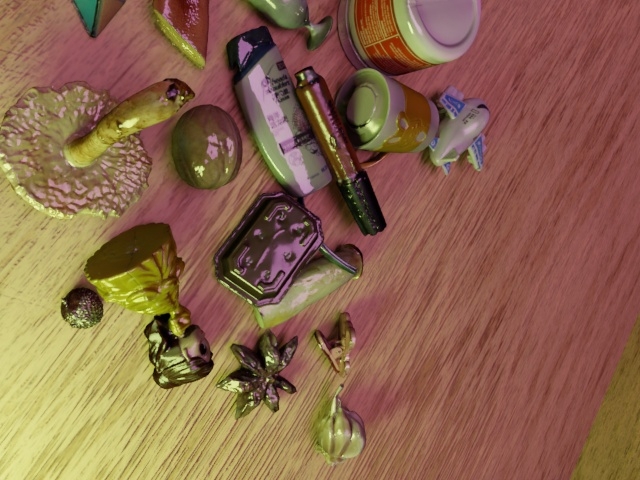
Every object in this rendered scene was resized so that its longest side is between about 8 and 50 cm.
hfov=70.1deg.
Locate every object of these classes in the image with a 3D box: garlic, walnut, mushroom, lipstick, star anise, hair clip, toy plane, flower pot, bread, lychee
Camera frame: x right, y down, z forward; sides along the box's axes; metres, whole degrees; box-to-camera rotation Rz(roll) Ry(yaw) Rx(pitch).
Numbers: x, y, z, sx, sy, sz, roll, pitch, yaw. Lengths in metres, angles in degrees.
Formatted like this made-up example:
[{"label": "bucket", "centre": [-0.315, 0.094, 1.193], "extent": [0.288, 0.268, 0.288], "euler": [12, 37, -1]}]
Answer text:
[{"label": "garlic", "centre": [0.054, 0.460, 1.170], "extent": [0.127, 0.131, 0.193], "euler": [0, 88, -16]}, {"label": "walnut", "centre": [-0.220, -0.180, 0.890], "extent": [0.140, 0.140, 0.162], "euler": [-13, 92, -32]}, {"label": "mushroom", "centre": [-0.367, -0.178, 0.713], "extent": [0.233, 0.301, 0.208], "euler": [-33, 80, -41]}, {"label": "lipstick", "centre": [0.049, -0.191, 1.044], "extent": [0.077, 0.077, 0.418], "euler": [-40, 119, -24]}, {"label": "star anise", "centre": [-0.140, 0.308, 1.038], "extent": [0.197, 0.073, 0.211], "euler": [-2, 100, -28]}, {"label": "mushroom", "centre": [-0.022, 0.104, 1.092], "extent": [0.312, 0.081, 0.099], "euler": [-27, 104, -27]}, {"label": "hair clip", "centre": [0.058, 0.269, 1.153], "extent": [0.102, 0.123, 0.138], "euler": [-27, 107, 2]}, {"label": "hair clip", "centre": [0.000, 0.000, 1.073], "extent": [0.070, 0.039, 0.229], "euler": [-41, 94, -25]}, {"label": "toy plane", "centre": [0.397, -0.309, 1.302], "extent": [0.267, 0.123, 0.266], "euler": [-4, 96, -36]}, {"label": "flower pot", "centre": [-0.104, 0.014, 0.980], "extent": [0.179, 0.084, 0.250], "euler": [37, 78, -6]}, {"label": "bread", "centre": [-0.263, -0.440, 0.868], "extent": [0.119, 0.067, 0.192], "euler": [3, 95, -42]}, {"label": "lychee", "centre": [-0.431, 0.122, 0.824], "extent": [0.067, 0.068, 0.083], "euler": [-29, 134, 3]}]

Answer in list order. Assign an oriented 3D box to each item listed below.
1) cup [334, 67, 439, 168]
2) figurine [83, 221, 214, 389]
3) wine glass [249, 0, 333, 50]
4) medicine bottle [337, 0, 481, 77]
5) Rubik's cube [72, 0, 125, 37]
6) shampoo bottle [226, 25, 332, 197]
[{"label": "cup", "centre": [0.153, -0.280, 1.126], "extent": [0.226, 0.185, 0.241], "euler": [0, 130, -40]}, {"label": "figurine", "centre": [-0.291, 0.142, 0.874], "extent": [0.168, 0.188, 0.315], "euler": [-38, 123, -30]}, {"label": "wine glass", "centre": [-0.075, -0.502, 0.974], "extent": [0.202, 0.093, 0.092], "euler": [24, 82, -35]}, {"label": "medicine bottle", "centre": [0.207, -0.529, 1.072], "extent": [0.253, 0.241, 0.252], "euler": [-5, 100, -34]}, {"label": "Rubik's cube", "centre": [-0.354, -0.529, 0.750], "extent": [0.229, 0.233, 0.228], "euler": [-19, 155, 5]}, {"label": "shampoo bottle", "centre": [-0.096, -0.267, 0.996], "extent": [0.134, 0.078, 0.359], "euler": [-36, 114, -26]}]
